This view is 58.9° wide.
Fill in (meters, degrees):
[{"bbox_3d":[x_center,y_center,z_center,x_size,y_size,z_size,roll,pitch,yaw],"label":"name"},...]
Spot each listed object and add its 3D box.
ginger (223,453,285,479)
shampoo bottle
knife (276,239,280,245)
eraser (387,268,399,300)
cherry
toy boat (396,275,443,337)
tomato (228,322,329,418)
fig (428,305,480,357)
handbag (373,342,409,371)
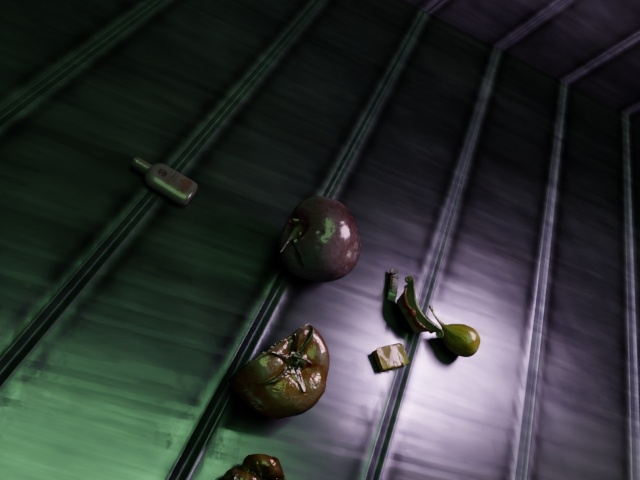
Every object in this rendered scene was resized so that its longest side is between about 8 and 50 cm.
[{"bbox_3d":[-0.106,0.486,1.112,0.162,0.073,0.103,48,62,0],"label":"ginger"},{"bbox_3d":[-0.392,-0.154,1.410,0.165,0.040,0.080,32,50,-8],"label":"shampoo bottle"},{"bbox_3d":[-0.009,0.003,1.537,0.247,0.018,0.035,-1,57,-33],"label":"knife"},{"bbox_3d":[0.201,0.123,1.569,0.027,0.019,0.099,13,51,-3],"label":"eraser"},{"bbox_3d":[0.000,0.000,1.419,0.266,0.184,0.213,35,82,-49],"label":"cherry"},{"bbox_3d":[0.256,0.187,1.510,0.071,0.089,0.185,-30,75,6],"label":"toy boat"},{"bbox_3d":[-0.068,0.291,1.200,0.214,0.181,0.155,-31,83,-36],"label":"tomato"},{"bbox_3d":[0.351,0.251,1.534,0.166,0.093,0.093,30,47,15],"label":"fig"},{"bbox_3d":[0.178,0.296,1.432,0.083,0.027,0.061,-6,62,-30],"label":"handbag"}]
